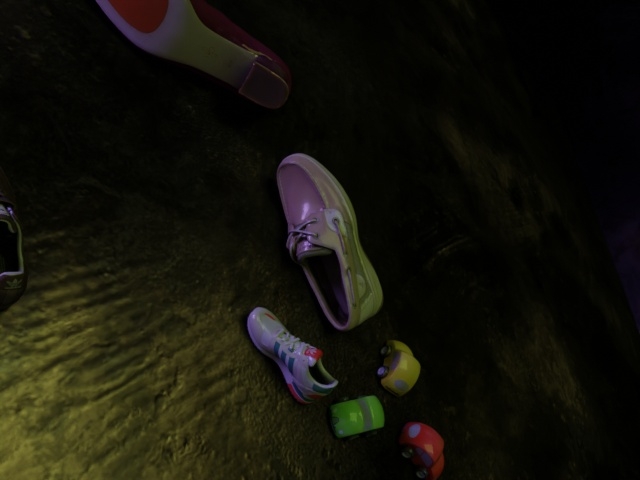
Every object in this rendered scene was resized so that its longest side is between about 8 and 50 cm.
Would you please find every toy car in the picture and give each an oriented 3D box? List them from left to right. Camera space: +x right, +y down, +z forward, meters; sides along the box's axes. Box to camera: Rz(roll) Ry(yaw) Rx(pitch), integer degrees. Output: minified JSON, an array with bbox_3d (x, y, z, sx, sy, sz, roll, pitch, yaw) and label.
[{"bbox_3d":[0.109,0.270,0.883,0.225,0.053,0.239,7,60,-45],"label":"toy car"}]

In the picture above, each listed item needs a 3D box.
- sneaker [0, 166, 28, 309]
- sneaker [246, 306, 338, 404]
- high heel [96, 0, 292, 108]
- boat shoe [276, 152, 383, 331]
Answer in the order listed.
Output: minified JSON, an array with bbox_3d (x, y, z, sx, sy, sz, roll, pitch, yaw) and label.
[{"bbox_3d":[-0.339,-0.025,0.586,0.066,0.071,0.188,-7,71,-49],"label":"sneaker"},{"bbox_3d":[-0.035,0.154,0.789,0.161,0.075,0.057,56,38,-3],"label":"sneaker"},{"bbox_3d":[-0.214,-0.348,0.945,0.377,0.127,0.181,37,14,-19],"label":"high heel"},{"bbox_3d":[0.000,0.000,0.909,0.098,0.109,0.302,-22,88,-52],"label":"boat shoe"}]
